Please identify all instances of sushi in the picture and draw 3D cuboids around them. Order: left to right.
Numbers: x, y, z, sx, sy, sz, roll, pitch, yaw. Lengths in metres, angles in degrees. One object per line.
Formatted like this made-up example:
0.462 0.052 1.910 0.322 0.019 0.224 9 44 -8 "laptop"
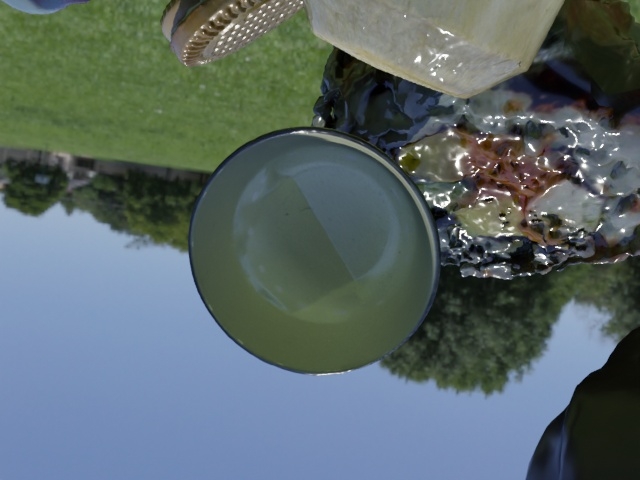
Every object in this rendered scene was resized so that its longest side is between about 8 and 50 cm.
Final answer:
0.185 -0.108 0.916 0.418 0.176 0.417 8 138 7 "sushi"

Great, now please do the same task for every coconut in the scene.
0.090 -0.222 0.582 0.202 0.222 0.202 22 -165 -6 "coconut"

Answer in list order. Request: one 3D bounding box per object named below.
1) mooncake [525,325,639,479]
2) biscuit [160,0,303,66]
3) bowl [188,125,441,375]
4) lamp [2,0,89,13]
0.208 0.207 0.327 0.212 0.350 0.381 -9 163 38 "mooncake"
-0.086 -0.302 1.017 0.259 0.079 0.259 -33 -176 3 "biscuit"
0.000 0.000 0.810 0.238 0.237 0.126 9 -164 7 "bowl"
-0.320 -0.309 0.741 0.301 0.247 0.247 -31 178 -36 "lamp"
